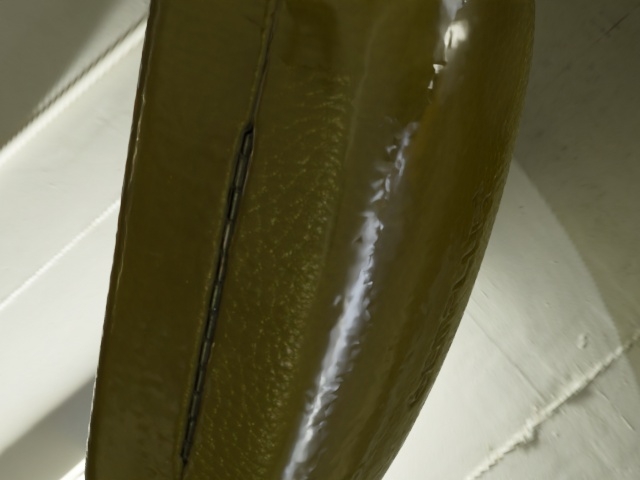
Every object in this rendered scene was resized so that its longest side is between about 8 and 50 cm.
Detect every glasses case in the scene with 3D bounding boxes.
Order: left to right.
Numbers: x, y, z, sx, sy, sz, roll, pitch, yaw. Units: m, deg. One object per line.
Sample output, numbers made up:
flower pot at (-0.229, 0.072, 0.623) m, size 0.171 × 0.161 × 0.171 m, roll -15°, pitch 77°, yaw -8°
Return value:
glasses case at (0.000, 0.000, 0.567) m, size 0.141 × 0.173 × 0.371 m, roll 24°, pitch -58°, yaw 16°
